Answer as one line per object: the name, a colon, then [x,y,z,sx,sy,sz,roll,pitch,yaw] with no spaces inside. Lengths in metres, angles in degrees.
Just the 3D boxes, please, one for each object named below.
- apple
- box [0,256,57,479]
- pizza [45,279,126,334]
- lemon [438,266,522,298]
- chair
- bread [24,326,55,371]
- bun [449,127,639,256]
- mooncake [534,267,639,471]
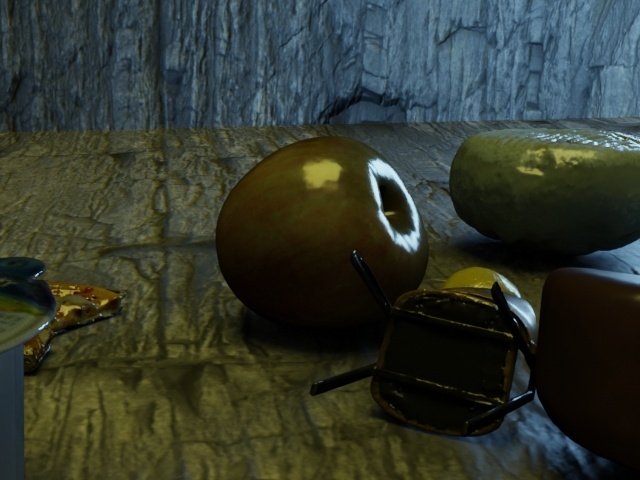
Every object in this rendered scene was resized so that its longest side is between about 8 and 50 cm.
apple: [0.000,0.000,1.330,0.233,0.257,0.257,-30,6,20]
box: [-0.329,0.144,0.853,0.262,0.207,0.291,7,16,19]
pizza: [-0.366,0.090,1.358,0.184,0.036,0.176,4,16,16]
lemon: [0.186,0.086,1.243,0.109,0.109,0.133,-6,25,-21]
chair: [0.128,0.108,1.062,0.158,0.172,0.247,11,-10,27]
bread: [-0.341,0.126,1.228,0.046,0.036,0.083,-7,17,5]
bun: [0.385,-0.076,1.666,0.354,0.194,0.354,-1,13,0]
mooncake: [0.352,0.122,0.977,0.325,0.174,0.333,0,4,-40]
